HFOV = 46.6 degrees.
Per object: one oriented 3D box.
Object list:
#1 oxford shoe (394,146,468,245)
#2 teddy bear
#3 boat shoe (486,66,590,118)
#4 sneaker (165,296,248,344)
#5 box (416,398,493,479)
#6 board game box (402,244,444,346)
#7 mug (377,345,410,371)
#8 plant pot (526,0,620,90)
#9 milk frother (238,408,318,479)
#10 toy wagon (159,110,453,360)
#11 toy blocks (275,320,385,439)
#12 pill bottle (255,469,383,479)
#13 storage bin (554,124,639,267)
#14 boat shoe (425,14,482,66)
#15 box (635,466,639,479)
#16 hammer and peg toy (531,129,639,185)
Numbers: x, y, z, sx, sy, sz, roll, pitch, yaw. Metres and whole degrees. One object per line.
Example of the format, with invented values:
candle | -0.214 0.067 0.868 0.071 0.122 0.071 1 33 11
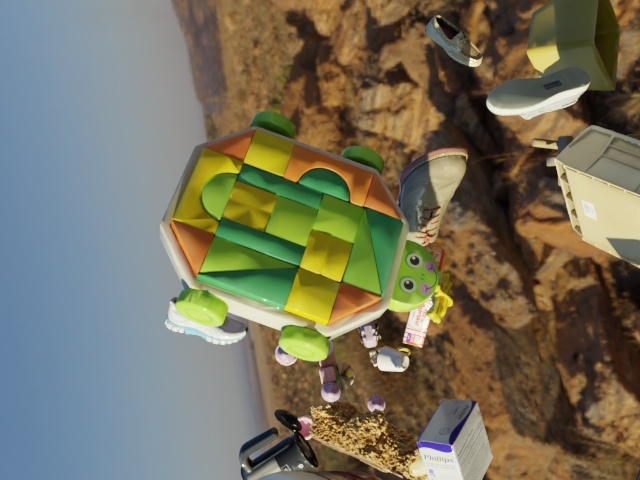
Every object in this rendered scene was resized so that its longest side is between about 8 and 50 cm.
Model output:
oxford shoe | 0.213 -0.061 1.462 0.348 0.123 0.130 112 151 -62
teddy bear | 0.135 0.431 1.595 0.338 0.245 0.113 3 59 52
boat shoe | 0.437 -0.283 1.503 0.081 0.228 0.079 95 155 -57
sneaker | -0.253 0.171 1.646 0.071 0.191 0.082 -70 -10 -60
box | 0.247 0.381 1.351 0.126 0.072 0.137 -43 -59 -47
board game box | 0.220 0.114 1.580 0.193 0.045 0.146 -61 -16 -64
mug | 0.187 0.291 1.845 0.062 0.064 0.078 44 -118 -40
plant pot | 0.665 -0.525 1.965 0.212 0.187 0.212 38 -123 -47
milk frother | -0.092 0.430 1.507 0.129 0.135 0.143 56 -175 -3
toy wagon | 0.000 0.000 0.855 0.068 0.345 0.267 116 173 -63
toy blocks | 0.044 0.392 2.085 0.260 0.309 0.288 57 -161 -84
pill bottle | -0.009 0.419 0.979 0.392 0.224 0.224 40 -145 -65
storage bin | 0.647 -0.080 1.557 0.260 0.123 0.262 35 165 44
boat shoe | 0.274 -0.405 1.505 0.050 0.135 0.045 -54 -3 -28
box | 0.697 0.376 1.233 0.295 0.073 0.293 19 89 57
hammer and peg toy | 0.686 -0.193 1.792 0.361 0.266 0.127 -158 66 -79
